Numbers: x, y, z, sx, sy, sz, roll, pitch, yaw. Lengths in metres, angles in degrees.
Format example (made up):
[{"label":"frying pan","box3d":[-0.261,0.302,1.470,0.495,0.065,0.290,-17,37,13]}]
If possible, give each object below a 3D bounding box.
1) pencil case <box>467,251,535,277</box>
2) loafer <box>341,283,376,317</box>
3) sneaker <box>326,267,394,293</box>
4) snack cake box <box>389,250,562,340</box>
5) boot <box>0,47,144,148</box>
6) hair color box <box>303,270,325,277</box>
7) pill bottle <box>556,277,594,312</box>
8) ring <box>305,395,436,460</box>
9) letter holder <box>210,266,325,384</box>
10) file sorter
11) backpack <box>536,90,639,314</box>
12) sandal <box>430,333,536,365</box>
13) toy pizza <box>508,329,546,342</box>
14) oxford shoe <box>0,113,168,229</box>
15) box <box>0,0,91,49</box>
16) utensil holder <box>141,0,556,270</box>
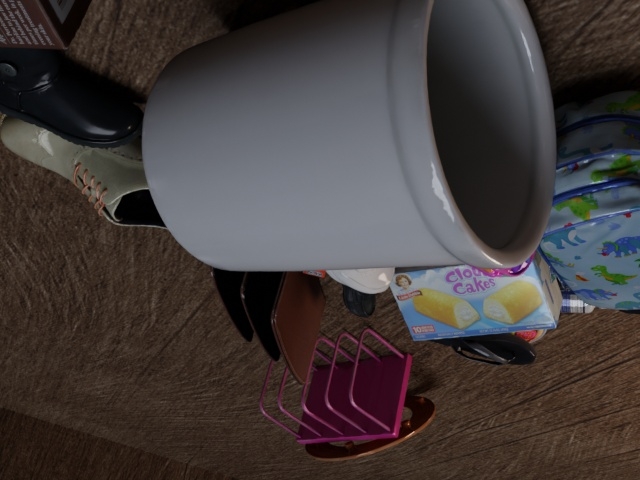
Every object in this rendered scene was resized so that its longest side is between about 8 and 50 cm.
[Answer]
[{"label":"pencil case","box3d":[0.208,-0.017,1.133,0.104,0.104,0.236,36,175,-33]},{"label":"loafer","box3d":[0.082,0.080,1.448,0.078,0.076,0.223,9,146,21]},{"label":"sneaker","box3d":[0.058,-0.009,1.202,0.152,0.114,0.305,29,157,46]},{"label":"snack cake box","box3d":[0.264,0.079,1.320,0.265,0.089,0.152,-10,119,32]},{"label":"boot","box3d":[-0.382,-0.240,1.082,0.247,0.094,0.207,17,153,4]},{"label":"hair color box","box3d":[0.000,0.000,1.353,0.043,0.071,0.141,13,150,1]},{"label":"pill bottle","box3d":[0.447,0.094,1.347,0.120,0.067,0.067,0,146,20]},{"label":"ring","box3d":[0.119,0.448,1.873,0.337,0.337,0.032,-14,97,37]},{"label":"letter holder","box3d":[-0.104,0.131,1.464,0.152,0.214,0.301,4,148,14]},{"label":"file sorter","box3d":[0.028,0.332,1.760,0.291,0.202,0.182,-16,135,38]},{"label":"backpack","box3d":[0.418,-0.038,1.008,0.290,0.273,0.355,-10,128,42]},{"label":"sandal","box3d":[0.308,0.215,1.539,0.255,0.054,0.097,15,148,-4]},{"label":"toy pizza","box3d":[0.355,0.177,1.547,0.202,0.032,0.201,9,149,6]},{"label":"oxford shoe","box3d":[-0.335,-0.113,1.201,0.397,0.146,0.140,16,141,4]},{"label":"box","box3d":[-0.487,-0.345,0.914,0.382,0.143,0.191,4,148,11]},{"label":"utensil holder","box3d":[0.031,-0.120,0.890,0.386,0.327,0.327,-6,145,36]}]
